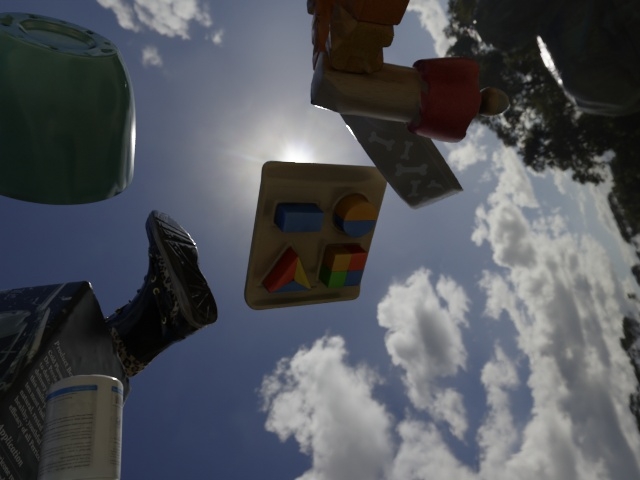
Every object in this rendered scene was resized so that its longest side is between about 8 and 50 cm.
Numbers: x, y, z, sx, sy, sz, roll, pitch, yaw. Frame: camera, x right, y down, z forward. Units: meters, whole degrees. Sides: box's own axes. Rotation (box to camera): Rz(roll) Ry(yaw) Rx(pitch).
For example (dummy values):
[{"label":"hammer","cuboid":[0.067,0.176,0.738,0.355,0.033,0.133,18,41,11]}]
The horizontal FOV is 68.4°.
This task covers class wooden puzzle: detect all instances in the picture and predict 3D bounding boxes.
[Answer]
[{"label":"wooden puzzle","cuboid":[0.000,0.000,1.094,0.321,0.348,0.080,-2,-157,-28]}]

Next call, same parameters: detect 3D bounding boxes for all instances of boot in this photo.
[{"label":"boot","cuboid":[-0.435,0.129,1.204,0.378,0.284,0.138,57,-166,28]}]

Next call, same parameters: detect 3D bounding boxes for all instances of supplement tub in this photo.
[{"label":"supplement tub","cuboid":[-0.228,0.191,0.451,0.071,0.071,0.107,27,-140,-44]}]

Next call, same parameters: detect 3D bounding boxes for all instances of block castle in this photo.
[{"label":"block castle","cuboid":[0.115,-0.360,0.467,0.212,0.303,0.454,5,-120,-12]}]

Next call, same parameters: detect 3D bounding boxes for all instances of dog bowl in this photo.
[{"label":"dog bowl","cuboid":[0.137,-0.210,0.920,0.349,0.102,0.349,50,-164,-19]}]

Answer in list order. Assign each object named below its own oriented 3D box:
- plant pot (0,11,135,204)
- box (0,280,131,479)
[{"label":"plant pot","cuboid":[-0.458,-0.239,0.811,0.292,0.235,0.293,18,-150,-11]},{"label":"box","cuboid":[-0.628,0.325,0.719,0.472,0.478,0.298,-96,0,-65]}]
